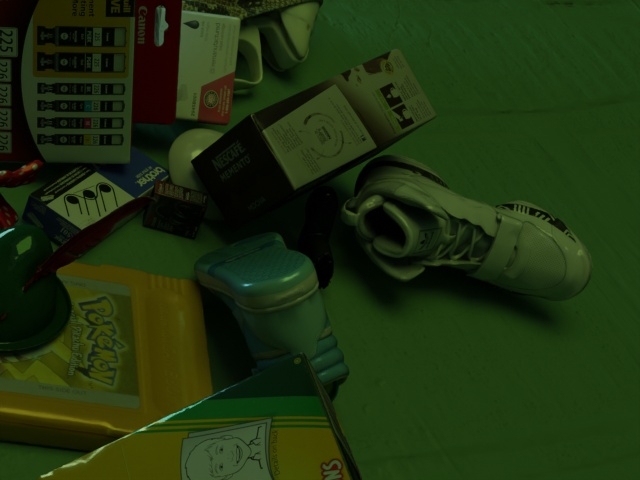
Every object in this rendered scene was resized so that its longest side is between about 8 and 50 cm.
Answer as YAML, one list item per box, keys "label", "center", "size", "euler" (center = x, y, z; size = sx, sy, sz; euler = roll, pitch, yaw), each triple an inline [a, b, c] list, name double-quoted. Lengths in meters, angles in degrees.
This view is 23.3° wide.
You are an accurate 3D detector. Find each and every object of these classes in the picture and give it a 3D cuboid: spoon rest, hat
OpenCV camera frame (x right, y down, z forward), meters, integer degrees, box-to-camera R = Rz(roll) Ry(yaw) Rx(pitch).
- label: "spoon rest"
  center: [-0.103, -0.109, 2.221]
  size: [0.276, 0.084, 0.137]
  euler: [-18, 83, -38]
- label: "hat"
  center: [-0.343, 0.001, 1.785]
  size: [0.173, 0.183, 0.208]
  euler: [40, 38, 18]

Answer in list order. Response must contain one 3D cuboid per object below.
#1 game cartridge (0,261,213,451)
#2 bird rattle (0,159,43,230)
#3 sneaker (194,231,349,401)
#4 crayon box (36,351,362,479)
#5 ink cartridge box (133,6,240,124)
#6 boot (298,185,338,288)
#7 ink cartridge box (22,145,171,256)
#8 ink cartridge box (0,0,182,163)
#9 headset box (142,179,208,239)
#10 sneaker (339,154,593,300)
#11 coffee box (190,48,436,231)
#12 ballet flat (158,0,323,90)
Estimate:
- label: "game cartridge"
  center: [-0.289, 0.129, 1.853]
  size: [0.324, 0.052, 0.285]
  euler: [9, 40, -19]
- label: "bird rattle"
  center: [-0.485, -0.089, 1.940]
  size: [0.254, 0.143, 0.207]
  euler: [-5, 21, -29]
- label: "sneaker"
  center: [-0.062, 0.110, 1.962]
  size: [0.127, 0.208, 0.319]
  euler: [-21, 14, -8]
- label: "crayon box"
  center: [-0.092, 0.330, 1.533]
  size: [0.313, 0.106, 0.363]
  euler: [-25, 47, 2]
- label: "ink cartridge box"
  center: [-0.231, -0.254, 2.225]
  size: [0.218, 0.158, 0.092]
  euler: [6, 5, -7]
- label: "boot"
  center: [0.000, 0.000, 2.121]
  size: [0.045, 0.121, 0.099]
  euler: [10, 33, -15]
- label: "ink cartridge box"
  center: [-0.297, -0.061, 2.083]
  size: [0.097, 0.046, 0.207]
  euler: [34, 37, 11]
- label: "ink cartridge box"
  center: [-0.314, -0.265, 2.050]
  size: [0.272, 0.309, 0.130]
  euler: [0, 31, -10]
- label: "headset box"
  center: [-0.200, -0.043, 2.103]
  size: [0.083, 0.062, 0.032]
  euler: [15, 37, -14]
- label: "sneaker"
  center: [0.197, 0.005, 2.176]
  size: [0.366, 0.137, 0.210]
  euler: [25, 21, 9]
- label: "coffee box"
  center: [-0.008, -0.141, 2.140]
  size: [0.297, 0.168, 0.119]
  euler: [-29, 89, -40]
- label: "ballet flat"
  center: [-0.130, -0.324, 2.440]
  size: [0.483, 0.164, 0.182]
  euler: [-26, 81, -40]
